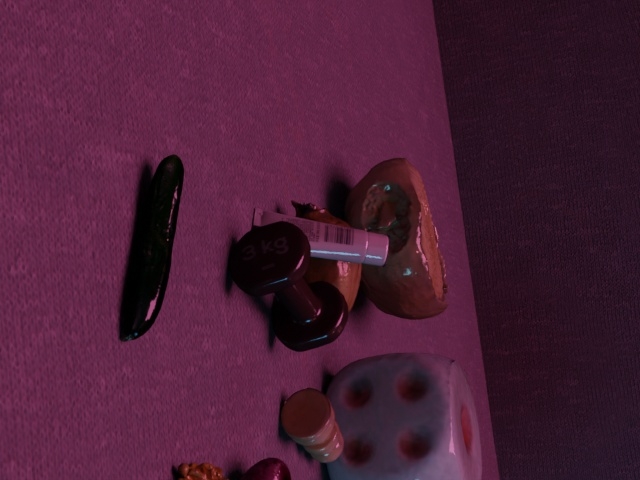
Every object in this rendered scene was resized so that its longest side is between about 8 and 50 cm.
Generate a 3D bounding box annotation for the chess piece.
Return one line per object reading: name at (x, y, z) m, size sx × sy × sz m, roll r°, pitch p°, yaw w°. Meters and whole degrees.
chess piece at (-0.002, 0.339, 1.736) m, size 0.170 × 0.094 × 0.094 m, roll 60°, pitch 27°, yaw -53°

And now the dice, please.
dice at (0.165, 0.388, 1.924) m, size 0.265 × 0.262 × 0.268 m, roll 50°, pitch 34°, yaw -56°

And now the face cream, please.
face cream at (0.000, 0.000, 1.707) m, size 0.058 × 0.243 × 0.092 m, roll 109°, pitch -12°, yaw -51°

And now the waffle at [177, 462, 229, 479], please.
waffle at (-0.159, 0.394, 1.327) m, size 0.191 × 0.038 × 0.191 m, roll -10°, pitch 90°, yaw -72°

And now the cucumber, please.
cucumber at (-0.221, 0.007, 1.309) m, size 0.056 × 0.056 × 0.284 m, roll 54°, pitch 37°, yaw -53°

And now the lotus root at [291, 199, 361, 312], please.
lotus root at (0.009, 0.050, 1.819) m, size 0.154 × 0.140 × 0.257 m, roll -38°, pitch 125°, yaw -80°

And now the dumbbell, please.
dumbbell at (-0.050, 0.080, 1.637) m, size 0.225 × 0.140 × 0.124 m, roll 60°, pitch 18°, yaw -47°

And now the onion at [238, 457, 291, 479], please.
onion at (-0.079, 0.384, 1.468) m, size 0.115 × 0.104 × 0.115 m, roll 9°, pitch 90°, yaw -69°

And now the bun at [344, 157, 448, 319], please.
bun at (0.157, 0.007, 2.173) m, size 0.364 × 0.202 × 0.364 m, roll -13°, pitch 90°, yaw -77°
